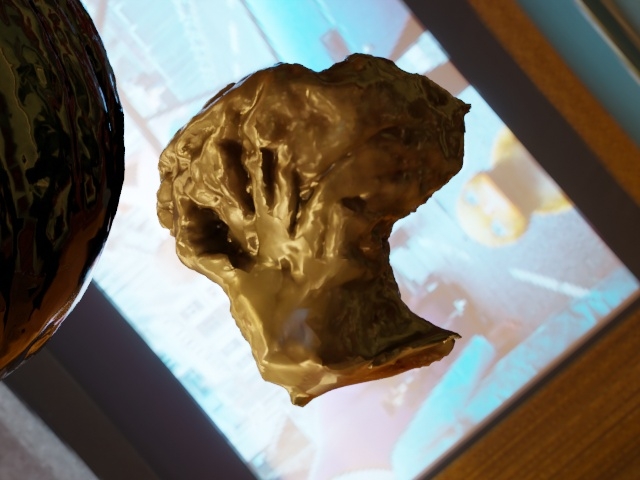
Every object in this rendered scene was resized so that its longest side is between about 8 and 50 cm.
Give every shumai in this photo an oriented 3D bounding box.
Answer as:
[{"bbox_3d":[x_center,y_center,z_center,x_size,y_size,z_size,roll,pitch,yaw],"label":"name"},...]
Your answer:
[{"bbox_3d":[0.000,0.000,0.651,0.166,0.206,0.176,4,-114,-33],"label":"shumai"}]

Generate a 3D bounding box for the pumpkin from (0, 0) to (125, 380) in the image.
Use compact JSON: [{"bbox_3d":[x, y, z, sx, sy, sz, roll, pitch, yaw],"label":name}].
[{"bbox_3d":[-0.189,-0.051,0.356,0.248,0.248,0.248,49,-176,-5],"label":"pumpkin"}]
